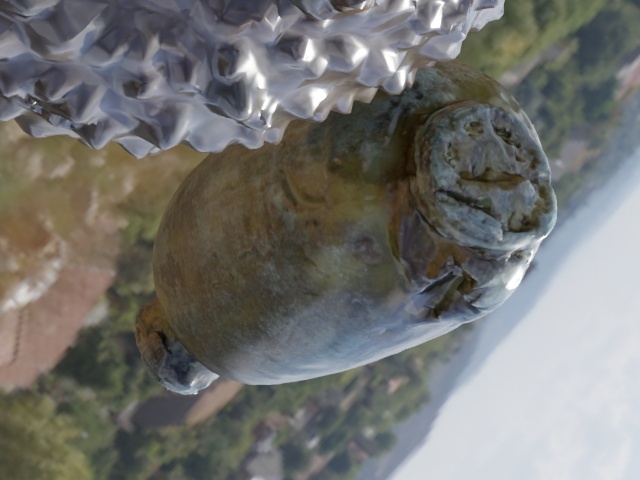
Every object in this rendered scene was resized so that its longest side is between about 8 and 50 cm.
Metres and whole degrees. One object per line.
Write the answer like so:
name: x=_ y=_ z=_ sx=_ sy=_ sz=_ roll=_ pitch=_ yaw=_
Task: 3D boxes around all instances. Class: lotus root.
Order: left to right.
lotus root: x=0.000 y=-0.002 z=0.787 sx=0.175 sy=0.175 sz=0.349 roll=-40 pitch=-172 yaw=-39

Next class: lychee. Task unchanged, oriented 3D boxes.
lychee: x=-0.062 y=-0.234 z=0.534 sx=0.380 sy=0.432 sz=0.380 roll=-15 pitch=142 yaw=-12
